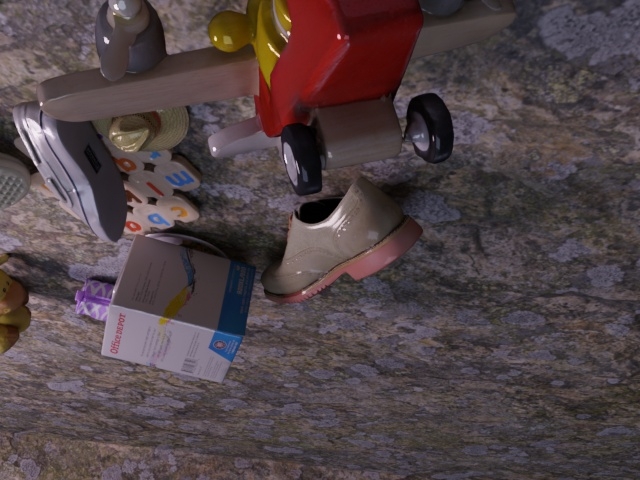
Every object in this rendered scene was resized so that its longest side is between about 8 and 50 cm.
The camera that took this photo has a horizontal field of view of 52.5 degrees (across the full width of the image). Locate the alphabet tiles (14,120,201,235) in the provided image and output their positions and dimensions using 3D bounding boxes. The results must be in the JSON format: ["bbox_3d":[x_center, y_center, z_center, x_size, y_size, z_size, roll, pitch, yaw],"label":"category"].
[{"bbox_3d":[-0.341,-0.103,1.065,0.284,0.021,0.278,-14,140,28],"label":"alphabet tiles"}]

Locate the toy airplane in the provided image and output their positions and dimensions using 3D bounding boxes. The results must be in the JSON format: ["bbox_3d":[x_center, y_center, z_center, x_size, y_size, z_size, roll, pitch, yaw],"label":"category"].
[{"bbox_3d":[-0.025,-0.201,0.662,0.384,0.386,0.272,-6,103,32],"label":"toy airplane"}]

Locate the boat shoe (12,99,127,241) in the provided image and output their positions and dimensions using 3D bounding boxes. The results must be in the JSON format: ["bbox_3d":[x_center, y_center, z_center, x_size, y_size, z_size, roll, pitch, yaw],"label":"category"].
[{"bbox_3d":[-0.373,-0.099,0.977,0.088,0.096,0.267,4,145,12],"label":"boat shoe"}]

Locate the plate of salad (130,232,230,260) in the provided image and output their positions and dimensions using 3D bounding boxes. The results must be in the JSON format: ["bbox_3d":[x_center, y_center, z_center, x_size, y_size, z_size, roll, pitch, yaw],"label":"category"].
[{"bbox_3d":[-0.274,0.048,1.269,0.200,0.048,0.200,4,149,3],"label":"plate of salad"}]

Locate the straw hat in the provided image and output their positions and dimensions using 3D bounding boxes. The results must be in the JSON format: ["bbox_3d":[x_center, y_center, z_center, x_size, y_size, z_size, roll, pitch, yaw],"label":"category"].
[{"bbox_3d":[-0.261,-0.156,0.906,0.144,0.061,0.144,3,137,3],"label":"straw hat"}]

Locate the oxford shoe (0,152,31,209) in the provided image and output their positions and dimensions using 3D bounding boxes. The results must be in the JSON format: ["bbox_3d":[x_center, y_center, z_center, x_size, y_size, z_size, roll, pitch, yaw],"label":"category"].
[{"bbox_3d":[-0.693,-0.111,1.024,0.449,0.130,0.169,-4,143,-4],"label":"oxford shoe"}]

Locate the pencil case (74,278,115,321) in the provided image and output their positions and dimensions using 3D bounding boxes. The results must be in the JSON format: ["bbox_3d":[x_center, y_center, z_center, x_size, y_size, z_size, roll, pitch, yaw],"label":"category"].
[{"bbox_3d":[-0.424,0.145,1.408,0.206,0.086,0.088,15,-179,-17],"label":"pencil case"}]

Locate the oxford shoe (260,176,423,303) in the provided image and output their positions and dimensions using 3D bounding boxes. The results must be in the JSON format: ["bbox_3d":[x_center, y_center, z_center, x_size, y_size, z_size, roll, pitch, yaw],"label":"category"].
[{"bbox_3d":[0.000,0.000,1.109,0.146,0.140,0.397,52,139,-9],"label":"oxford shoe"}]

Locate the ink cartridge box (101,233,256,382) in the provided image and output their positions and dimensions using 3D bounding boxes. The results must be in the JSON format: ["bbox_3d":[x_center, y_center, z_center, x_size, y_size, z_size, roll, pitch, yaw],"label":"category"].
[{"bbox_3d":[-0.260,0.126,1.192,0.233,0.168,0.171,16,136,-12],"label":"ink cartridge box"}]

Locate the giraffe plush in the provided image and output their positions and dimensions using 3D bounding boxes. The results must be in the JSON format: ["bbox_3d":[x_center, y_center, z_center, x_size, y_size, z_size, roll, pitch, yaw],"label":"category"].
[{"bbox_3d":[-0.687,0.116,1.347,0.210,0.181,0.170,13,140,-43],"label":"giraffe plush"}]
